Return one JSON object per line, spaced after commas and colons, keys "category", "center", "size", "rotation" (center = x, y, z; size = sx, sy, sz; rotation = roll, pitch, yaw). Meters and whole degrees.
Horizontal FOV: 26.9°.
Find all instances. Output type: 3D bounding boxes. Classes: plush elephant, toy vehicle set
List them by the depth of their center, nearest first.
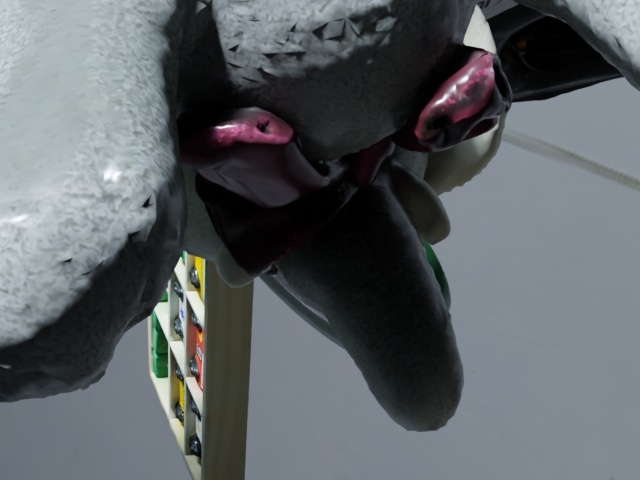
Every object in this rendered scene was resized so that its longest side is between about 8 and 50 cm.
{"category": "plush elephant", "center": [-0.007, -0.046, 0.502], "size": [0.272, 0.255, 0.330], "rotation": [-24, 50, -7]}
{"category": "toy vehicle set", "center": [-0.098, 0.054, 1.054], "size": [0.166, 0.035, 0.266], "rotation": [-123, 30, -49]}

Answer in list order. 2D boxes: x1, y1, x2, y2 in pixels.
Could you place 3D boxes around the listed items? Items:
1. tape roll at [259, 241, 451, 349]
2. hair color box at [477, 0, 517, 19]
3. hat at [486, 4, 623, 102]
{"category": "tape roll", "center": [0.000, 0.000, 1.485], "size": [0.321, 0.321, 0.077], "rotation": [39, 70, 17]}
{"category": "hair color box", "center": [0.038, -0.246, 0.681], "size": [0.185, 0.374, 0.113], "rotation": [-28, 63, -8]}
{"category": "hat", "center": [0.269, -0.257, 1.372], "size": [0.331, 0.331, 0.133], "rotation": [-16, 72, 27]}
